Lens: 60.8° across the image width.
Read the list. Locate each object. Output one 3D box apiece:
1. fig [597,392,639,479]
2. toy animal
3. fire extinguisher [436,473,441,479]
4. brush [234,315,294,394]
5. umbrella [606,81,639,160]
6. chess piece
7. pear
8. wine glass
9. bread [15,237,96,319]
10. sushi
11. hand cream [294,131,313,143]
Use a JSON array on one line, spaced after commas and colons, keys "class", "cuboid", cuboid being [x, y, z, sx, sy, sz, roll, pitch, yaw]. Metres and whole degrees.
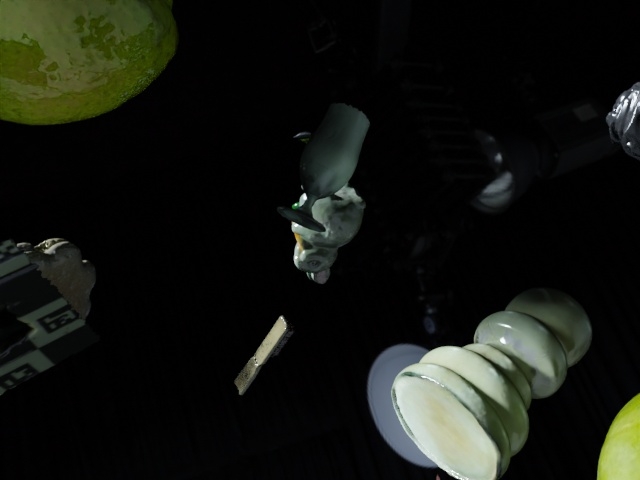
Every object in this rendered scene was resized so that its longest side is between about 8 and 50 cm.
[{"class": "fig", "cuboid": [0.474, 0.278, 0.560, 0.316, 0.316, 0.316, -16, -20, -6]}, {"class": "toy animal", "cuboid": [0.000, 0.002, 1.065, 0.125, 0.127, 0.251, -6, -52, -25]}, {"class": "fire extinguisher", "cuboid": [0.118, 0.464, 0.908, 0.252, 0.075, 0.106, -23, 24, -22]}, {"class": "brush", "cuboid": [-0.128, 0.267, 1.244, 0.036, 0.043, 0.248, 12, -55, -34]}, {"class": "umbrella", "cuboid": [0.573, -0.107, 0.781, 0.118, 0.340, 0.118, -50, -11, -14]}, {"class": "chess piece", "cuboid": [0.280, 0.182, 0.807, 0.330, 0.182, 0.182, -30, -12, -31]}, {"class": "pear", "cuboid": [-0.377, -0.342, 0.743, 0.390, 0.391, 0.391, -16, -20, -6]}, {"class": "wine glass", "cuboid": [0.009, -0.122, 0.894, 0.092, 0.202, 0.093, 22, -11, 5]}, {"class": "bread", "cuboid": [-0.650, 0.099, 1.332, 0.101, 0.183, 0.337, 23, -28, 14]}, {"class": "sushi", "cuboid": [-0.473, 0.115, 0.588, 0.373, 0.100, 0.296, -30, -24, -18]}, {"class": "hand cream", "cuboid": [-0.020, -0.212, 1.143, 0.036, 0.023, 0.122, -6, 0, 16]}]
